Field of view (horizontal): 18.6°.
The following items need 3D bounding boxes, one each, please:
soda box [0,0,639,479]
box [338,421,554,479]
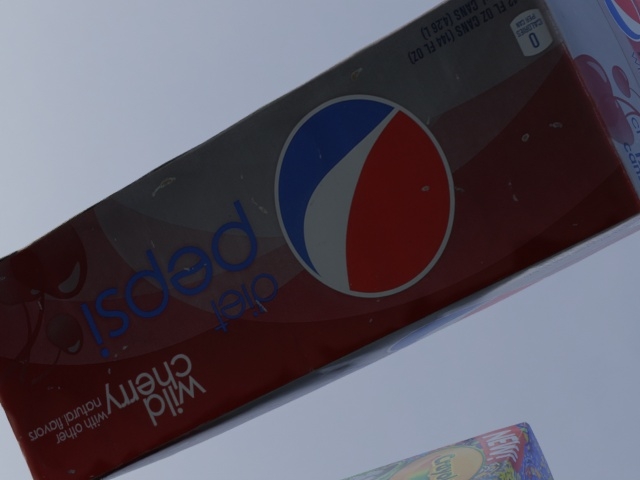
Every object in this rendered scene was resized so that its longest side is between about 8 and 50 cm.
[{"bbox_3d":[0.000,0.000,0.679,0.263,0.083,0.092,-28,-96,31],"label":"soda box"},{"bbox_3d":[-0.043,0.224,0.686,0.279,0.290,0.177,-20,-84,18],"label":"box"}]
